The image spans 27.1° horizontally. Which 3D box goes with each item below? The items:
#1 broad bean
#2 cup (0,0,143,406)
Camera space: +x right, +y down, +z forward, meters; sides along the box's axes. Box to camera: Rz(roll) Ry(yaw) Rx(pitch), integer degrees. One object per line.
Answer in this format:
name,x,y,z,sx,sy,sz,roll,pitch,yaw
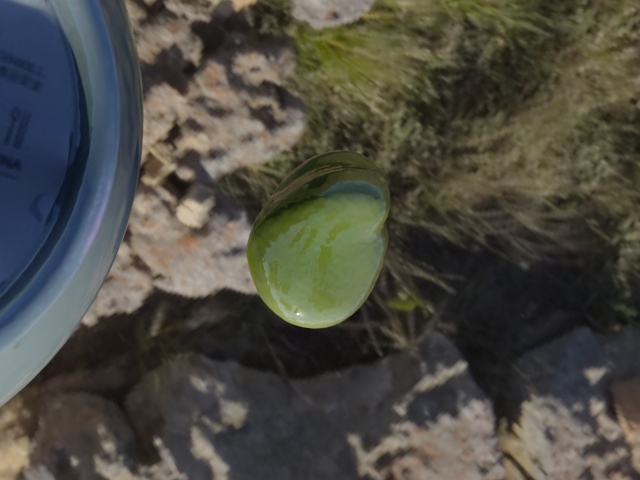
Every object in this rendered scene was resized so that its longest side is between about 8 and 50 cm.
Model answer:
broad bean,0.000,0.000,0.597,0.063,0.045,0.083,17,107,-14
cup,-0.198,-0.039,0.425,0.205,0.312,0.206,-3,95,-38
